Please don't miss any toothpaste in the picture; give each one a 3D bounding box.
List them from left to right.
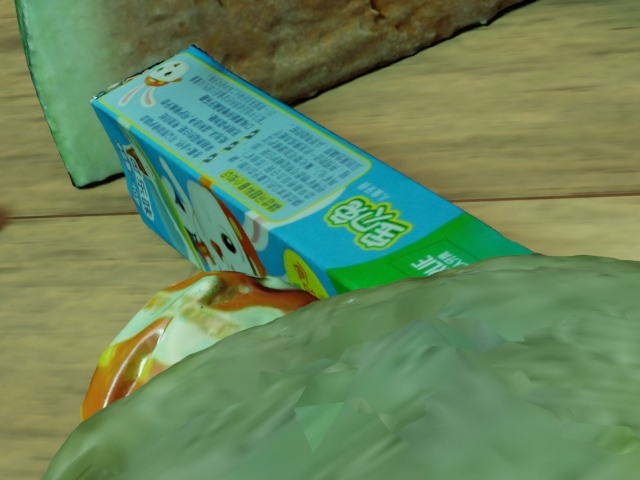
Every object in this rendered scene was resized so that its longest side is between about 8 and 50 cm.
[{"bbox_3d":[0.000,0.000,0.632,0.050,0.065,0.267,-29,32,-17],"label":"toothpaste"}]

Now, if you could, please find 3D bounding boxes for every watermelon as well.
[{"bbox_3d":[-0.009,-0.137,0.837,0.257,0.139,0.193,-11,38,-1],"label":"watermelon"}]

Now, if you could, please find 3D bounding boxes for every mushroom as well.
[{"bbox_3d":[0.020,0.109,0.344,0.267,0.164,0.189,-16,29,5],"label":"mushroom"}]

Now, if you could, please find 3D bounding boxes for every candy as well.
[{"bbox_3d":[-0.069,0.122,0.485,0.084,0.078,0.287,20,54,20],"label":"candy"}]
